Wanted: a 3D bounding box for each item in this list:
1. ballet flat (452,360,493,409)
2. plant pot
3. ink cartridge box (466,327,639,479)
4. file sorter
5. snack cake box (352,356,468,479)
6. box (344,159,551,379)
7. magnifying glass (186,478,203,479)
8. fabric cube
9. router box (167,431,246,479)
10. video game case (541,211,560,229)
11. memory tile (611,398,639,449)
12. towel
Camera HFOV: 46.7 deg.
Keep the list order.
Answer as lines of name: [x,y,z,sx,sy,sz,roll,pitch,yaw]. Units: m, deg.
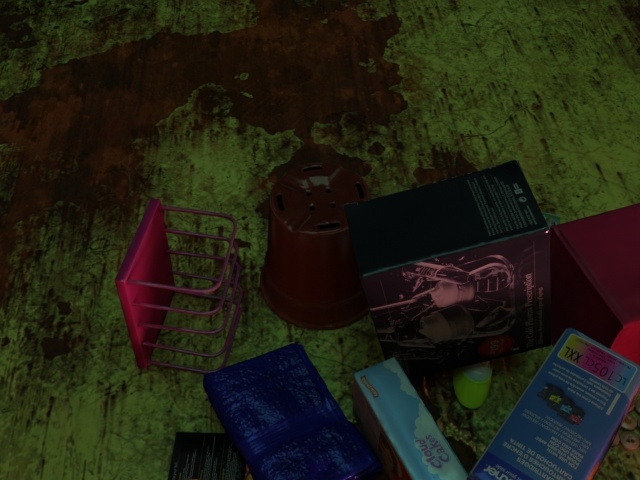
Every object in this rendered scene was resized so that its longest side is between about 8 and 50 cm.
ballet flat: [0.312,0.219,1.469,0.077,0.077,0.231,14,51,11]
plant pot: [0.000,0.000,1.537,0.272,0.265,0.272,0,49,1]
ink cartridge box: [0.352,0.379,1.204,0.151,0.270,0.395,30,56,27]
file sorter: [-0.256,0.101,1.439,0.182,0.291,0.202,9,50,4]
snack cake box: [0.152,0.358,1.301,0.089,0.152,0.264,-20,52,-16]
box: [0.236,0.069,1.340,0.312,0.343,0.179,-14,47,6]
magnifying glass: [-0.219,0.512,1.214,0.092,0.026,0.231,2,68,3]
fabric cube: [0.596,0.105,1.448,0.258,0.259,0.254,-14,52,-11]
router box: [-0.202,0.429,1.311,0.133,0.046,0.179,2,49,2]
video game case: [0.432,-0.007,1.699,0.212,0.023,0.193,14,51,12]
memory tile: [0.598,0.346,1.401,0.148,0.012,0.113,7,49,6]
towel: [-0.053,0.328,1.346,0.227,0.076,0.308,-14,49,-33]
